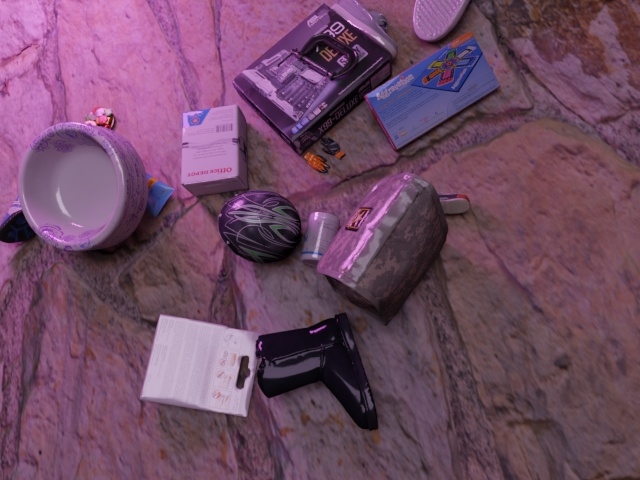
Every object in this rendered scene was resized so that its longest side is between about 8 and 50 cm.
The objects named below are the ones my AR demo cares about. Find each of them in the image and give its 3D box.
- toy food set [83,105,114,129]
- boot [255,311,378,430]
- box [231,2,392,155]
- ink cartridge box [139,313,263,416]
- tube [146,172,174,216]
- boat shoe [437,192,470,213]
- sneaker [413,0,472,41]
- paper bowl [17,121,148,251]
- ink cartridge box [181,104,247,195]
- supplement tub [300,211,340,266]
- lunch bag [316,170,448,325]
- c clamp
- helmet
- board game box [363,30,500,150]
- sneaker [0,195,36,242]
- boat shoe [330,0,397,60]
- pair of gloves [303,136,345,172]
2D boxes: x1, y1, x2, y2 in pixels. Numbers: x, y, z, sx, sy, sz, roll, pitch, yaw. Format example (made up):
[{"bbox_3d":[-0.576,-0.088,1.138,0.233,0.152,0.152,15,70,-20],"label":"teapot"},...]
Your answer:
[{"bbox_3d":[-0.575,-0.310,1.403,0.083,0.020,0.083,5,73,12],"label":"toy food set"},{"bbox_3d":[-0.013,0.278,1.068,0.207,0.094,0.247,-18,63,0],"label":"boot"},{"bbox_3d":[-0.020,-0.391,1.302,0.307,0.076,0.242,-41,70,-4],"label":"box"},{"bbox_3d":[-0.250,0.266,1.151,0.224,0.056,0.181,11,73,-6],"label":"ink cartridge box"},{"bbox_3d":[-0.451,-0.146,1.317,0.207,0.052,0.080,35,94,14],"label":"tube"},{"bbox_3d":[0.253,-0.082,1.171,0.137,0.049,0.043,-1,30,12],"label":"boat shoe"},{"bbox_3d":[0.328,-0.628,1.304,0.126,0.127,0.321,25,103,23],"label":"sneaker"},{"bbox_3d":[-0.526,-0.119,1.238,0.284,0.148,0.284,1,93,15],"label":"paper bowl"},{"bbox_3d":[-0.250,-0.212,1.281,0.139,0.082,0.191,-6,72,8],"label":"ink cartridge box"},{"bbox_3d":[0.000,0.000,1.172,0.071,0.071,0.107,7,73,12],"label":"supplement tub"},{"bbox_3d":[0.120,0.013,1.032,0.169,0.287,0.235,34,81,18],"label":"lunch bag"},{"bbox_3d":[0.001,-0.419,1.257,0.160,0.022,0.137,31,75,20],"label":"c clamp"},{"bbox_3d":[-0.127,-0.031,1.156,0.169,0.161,0.169,-3,71,9],"label":"helmet"},{"bbox_3d":[0.254,-0.339,1.230,0.281,0.027,0.145,-31,98,-1],"label":"board game box"},{"bbox_3d":[-0.713,-0.082,1.332,0.081,0.080,0.211,31,75,34],"label":"sneaker"},{"bbox_3d":[0.120,-0.529,1.321,0.081,0.079,0.227,-43,67,-1],"label":"boat shoe"},{"bbox_3d":[0.009,-0.201,1.269,0.083,0.010,0.074,-44,70,-7],"label":"pair of gloves"}]
